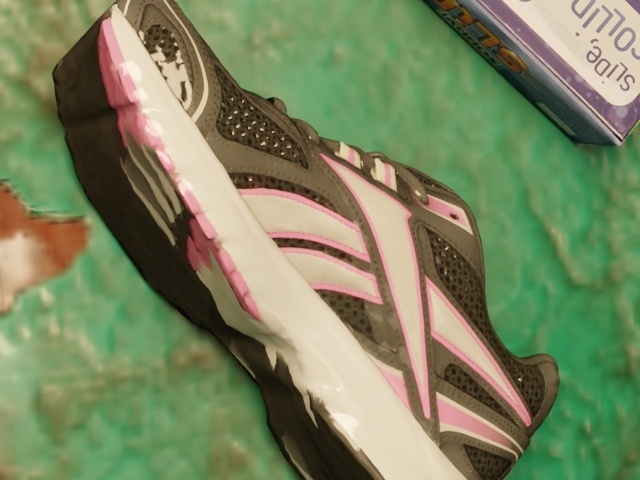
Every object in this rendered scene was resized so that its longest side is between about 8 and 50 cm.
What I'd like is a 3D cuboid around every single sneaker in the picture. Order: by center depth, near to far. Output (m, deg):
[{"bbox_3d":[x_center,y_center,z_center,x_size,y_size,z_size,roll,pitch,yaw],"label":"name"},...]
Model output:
[{"bbox_3d":[0.000,0.000,0.539,0.077,0.072,0.178,-42,111,-21],"label":"sneaker"}]

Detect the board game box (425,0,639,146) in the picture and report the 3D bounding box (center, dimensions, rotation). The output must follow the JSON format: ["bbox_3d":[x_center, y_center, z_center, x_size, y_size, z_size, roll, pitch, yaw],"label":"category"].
[{"bbox_3d":[0.050,-0.142,0.549,0.201,0.035,0.136,43,83,-14],"label":"board game box"}]
